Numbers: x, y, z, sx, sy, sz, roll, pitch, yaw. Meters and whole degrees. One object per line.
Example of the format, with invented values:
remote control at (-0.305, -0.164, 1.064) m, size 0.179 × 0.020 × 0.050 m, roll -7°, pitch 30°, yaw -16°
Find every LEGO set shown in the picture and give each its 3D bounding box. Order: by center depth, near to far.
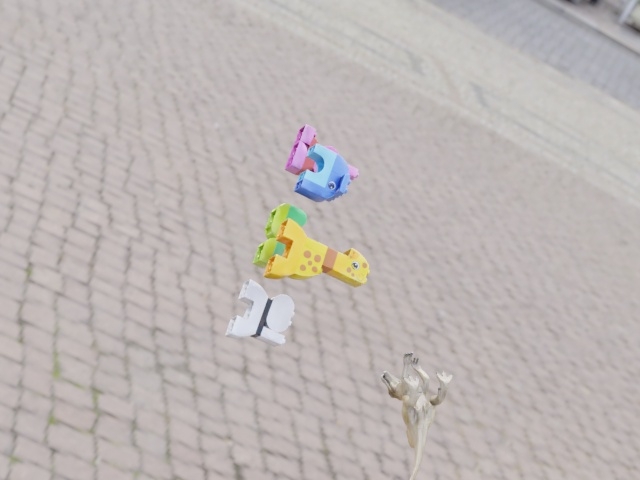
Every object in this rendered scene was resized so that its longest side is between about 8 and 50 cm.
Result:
LEGO set at (0.000, 0.000, 1.188) m, size 0.093 × 0.227 × 0.087 m, roll 25°, pitch -20°, yaw -17°

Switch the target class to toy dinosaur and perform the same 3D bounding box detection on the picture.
toy dinosaur at (0.099, 0.175, 1.257) m, size 0.053 × 0.092 × 0.183 m, roll 7°, pitch 29°, yaw -8°
